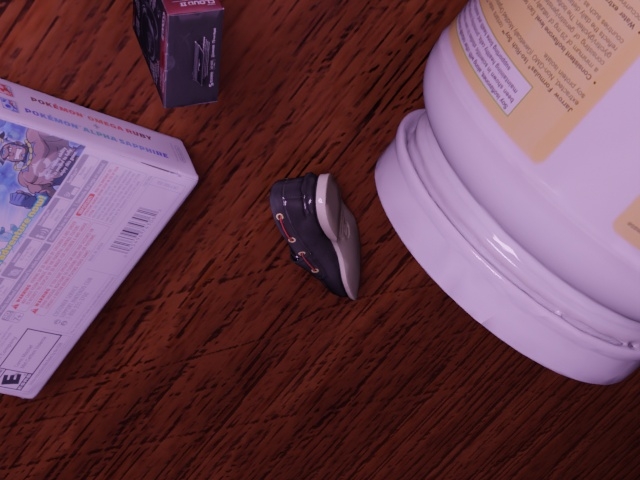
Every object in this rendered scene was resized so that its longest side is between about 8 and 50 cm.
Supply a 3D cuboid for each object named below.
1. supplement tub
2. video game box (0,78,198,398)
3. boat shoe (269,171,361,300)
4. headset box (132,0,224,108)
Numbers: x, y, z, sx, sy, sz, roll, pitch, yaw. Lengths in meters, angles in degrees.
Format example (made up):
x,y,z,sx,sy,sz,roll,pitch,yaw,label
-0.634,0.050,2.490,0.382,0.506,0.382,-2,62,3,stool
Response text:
x,y,z,sx,sy,sz,roll,pitch,yaw,label
0.209,-0.102,0.805,0.241,0.241,0.331,17,124,-39,supplement tub
-0.205,0.000,0.844,0.187,0.048,0.205,16,124,-41,video game box
0.000,-0.002,0.956,0.042,0.049,0.133,-3,150,15,boat shoe
-0.076,-0.116,0.761,0.032,0.083,0.062,-10,136,-18,headset box
